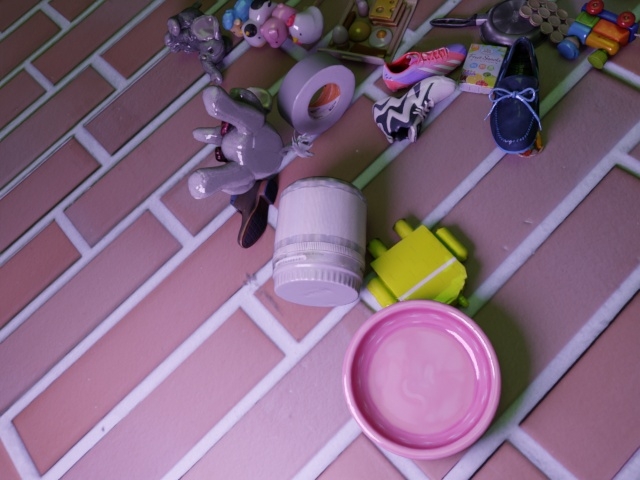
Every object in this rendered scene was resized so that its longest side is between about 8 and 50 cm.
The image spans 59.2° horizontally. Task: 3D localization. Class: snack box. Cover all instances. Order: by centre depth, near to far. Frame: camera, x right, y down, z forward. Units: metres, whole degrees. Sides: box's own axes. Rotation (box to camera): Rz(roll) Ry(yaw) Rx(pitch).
[{"bbox_3d":[0.447,-0.474,1.558,0.100,0.037,0.141,16,71,20],"label":"snack box"}]

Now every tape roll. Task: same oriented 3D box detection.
[{"bbox_3d":[-0.010,-0.398,1.543,0.219,0.219,0.072,-40,63,-5],"label":"tape roll"}]

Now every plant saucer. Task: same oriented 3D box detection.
[{"bbox_3d":[0.216,0.296,1.219,0.333,0.084,0.331,-4,73,13],"label":"plant saucer"}]

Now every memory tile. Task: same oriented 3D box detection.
[{"bbox_3d":[0.628,-0.613,1.552,0.148,0.012,0.113,44,70,8],"label":"memory tile"}]

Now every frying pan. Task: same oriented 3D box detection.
[{"bbox_3d":[0.503,-0.649,1.623,0.326,0.053,0.197,34,77,23],"label":"frying pan"}]

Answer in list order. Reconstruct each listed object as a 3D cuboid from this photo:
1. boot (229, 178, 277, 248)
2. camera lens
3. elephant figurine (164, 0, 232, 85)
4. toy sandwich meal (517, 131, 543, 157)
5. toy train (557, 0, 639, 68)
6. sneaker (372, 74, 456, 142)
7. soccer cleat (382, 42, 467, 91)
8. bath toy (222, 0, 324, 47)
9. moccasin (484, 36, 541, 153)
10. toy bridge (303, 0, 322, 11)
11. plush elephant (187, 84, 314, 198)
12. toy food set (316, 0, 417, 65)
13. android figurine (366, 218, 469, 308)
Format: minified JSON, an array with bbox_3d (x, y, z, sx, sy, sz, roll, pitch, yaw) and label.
[{"bbox_3d":[-0.201,-0.074,1.532,0.106,0.082,0.219,4,57,28],"label":"boot"},{"bbox_3d":[0.000,0.000,1.354,0.220,0.219,0.274,-2,65,14],"label":"camera lens"},{"bbox_3d":[-0.360,-0.635,1.806,0.240,0.185,0.169,26,31,14],"label":"elephant figurine"},{"bbox_3d":[0.528,-0.252,1.437,0.086,0.029,0.085,-6,64,12],"label":"toy sandwich meal"},{"bbox_3d":[0.757,-0.505,1.460,0.248,0.105,0.143,40,91,27],"label":"toy train"},{"bbox_3d":[0.266,-0.336,1.512,0.235,0.094,0.152,-18,64,7],"label":"sneaker"},{"bbox_3d":[0.293,-0.499,1.579,0.248,0.095,0.083,-21,62,5],"label":"soccer cleat"},{"bbox_3d":[-0.145,-0.663,1.730,0.348,0.129,0.151,24,116,36],"label":"bath toy"},{"bbox_3d":[0.488,-0.378,1.437,0.138,0.116,0.341,-1,57,18],"label":"moccasin"},{"bbox_3d":[-0.013,-0.814,1.848,0.063,0.026,0.188,1,66,14],"label":"toy bridge"},{"bbox_3d":[-0.214,-0.267,1.479,0.255,0.330,0.271,29,117,53],"label":"plush elephant"},{"bbox_3d":[0.144,-0.667,1.699,0.220,0.092,0.305,17,72,22],"label":"toy food set"},{"bbox_3d":[0.237,0.075,1.348,0.248,0.056,0.273,-38,61,-5],"label":"android figurine"}]
